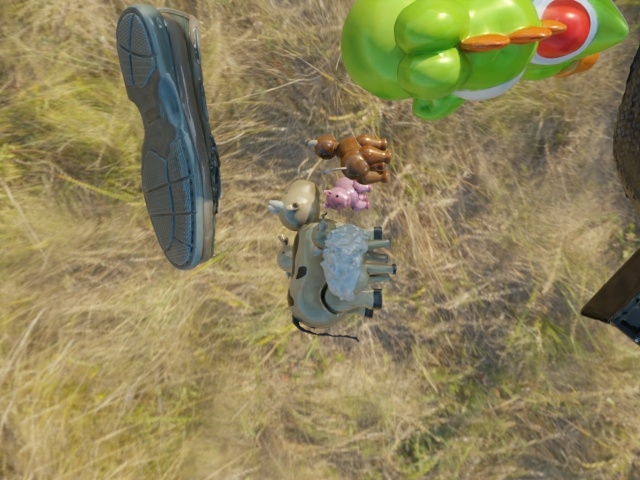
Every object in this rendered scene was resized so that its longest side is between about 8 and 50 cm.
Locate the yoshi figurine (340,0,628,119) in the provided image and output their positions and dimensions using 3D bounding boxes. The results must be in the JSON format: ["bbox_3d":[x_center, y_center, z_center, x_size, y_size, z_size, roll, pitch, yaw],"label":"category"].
[{"bbox_3d":[0.156,-0.224,0.721,0.203,0.362,0.203,-38,82,46],"label":"yoshi figurine"}]

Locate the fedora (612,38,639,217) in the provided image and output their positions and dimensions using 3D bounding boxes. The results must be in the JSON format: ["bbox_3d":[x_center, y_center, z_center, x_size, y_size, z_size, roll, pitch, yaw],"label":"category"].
[{"bbox_3d":[0.258,-0.056,0.371,0.334,0.152,0.334,-22,136,-23],"label":"fedora"}]

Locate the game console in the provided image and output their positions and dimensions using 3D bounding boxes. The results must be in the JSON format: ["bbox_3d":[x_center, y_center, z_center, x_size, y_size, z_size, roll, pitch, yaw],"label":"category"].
[{"bbox_3d":[0.384,0.069,0.807,0.122,0.071,0.107,-45,68,-5],"label":"game console"}]

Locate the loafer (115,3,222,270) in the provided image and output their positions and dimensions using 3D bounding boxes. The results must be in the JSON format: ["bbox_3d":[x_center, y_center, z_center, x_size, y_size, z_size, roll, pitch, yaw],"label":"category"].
[{"bbox_3d":[-0.135,-0.106,0.718,0.096,0.084,0.267,-2,101,45],"label":"loafer"}]

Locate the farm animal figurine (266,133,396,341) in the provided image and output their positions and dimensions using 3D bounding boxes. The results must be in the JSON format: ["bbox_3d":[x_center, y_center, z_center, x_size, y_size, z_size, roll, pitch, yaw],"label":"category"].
[{"bbox_3d":[0.000,0.000,1.097,0.172,0.326,0.330,3,147,-5],"label":"farm animal figurine"}]
